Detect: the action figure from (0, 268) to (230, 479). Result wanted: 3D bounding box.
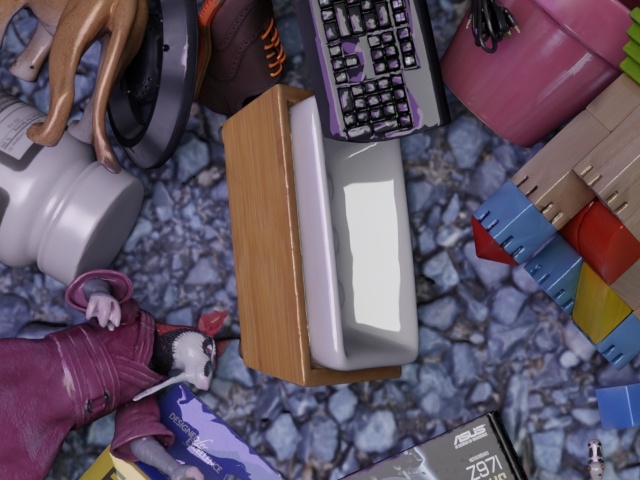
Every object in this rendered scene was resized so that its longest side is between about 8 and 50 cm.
[{"bbox_3d":[-0.260,0.154,1.762,0.370,0.276,0.248,-17,107,-30],"label":"action figure"}]

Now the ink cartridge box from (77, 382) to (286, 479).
[{"bbox_3d":[-0.149,0.361,1.804,0.303,0.072,0.307,42,96,10],"label":"ink cartridge box"}]

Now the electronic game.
[{"bbox_3d":[-0.173,-0.188,1.772,0.048,0.229,0.229,1,86,-25],"label":"electronic game"}]

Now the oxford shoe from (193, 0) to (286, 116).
[{"bbox_3d":[-0.069,-0.214,1.741,0.098,0.271,0.097,32,62,1],"label":"oxford shoe"}]

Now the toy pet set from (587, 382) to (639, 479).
[{"bbox_3d":[0.327,0.200,1.735,0.122,0.065,0.114,-10,85,8],"label":"toy pet set"}]

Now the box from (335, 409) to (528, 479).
[{"bbox_3d":[0.127,0.275,1.757,0.180,0.077,0.147,-24,83,7],"label":"box"}]

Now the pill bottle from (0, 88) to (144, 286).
[{"bbox_3d":[-0.340,-0.071,1.810,0.283,0.161,0.161,29,92,9],"label":"pill bottle"}]

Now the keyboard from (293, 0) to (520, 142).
[{"bbox_3d":[0.069,-0.257,1.610,0.201,0.033,0.317,-13,89,7],"label":"keyboard"}]

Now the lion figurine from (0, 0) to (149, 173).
[{"bbox_3d":[-0.252,-0.247,1.760,0.392,0.142,0.240,41,107,42],"label":"lion figurine"}]

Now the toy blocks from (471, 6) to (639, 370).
[{"bbox_3d":[0.318,0.000,1.641,0.261,0.381,0.191,-44,39,6],"label":"toy blocks"}]

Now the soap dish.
[{"bbox_3d":[0.000,0.000,1.728,0.118,0.229,0.291,-7,86,26],"label":"soap dish"}]

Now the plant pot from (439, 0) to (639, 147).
[{"bbox_3d":[0.223,-0.200,1.721,0.201,0.201,0.180,44,110,9],"label":"plant pot"}]
